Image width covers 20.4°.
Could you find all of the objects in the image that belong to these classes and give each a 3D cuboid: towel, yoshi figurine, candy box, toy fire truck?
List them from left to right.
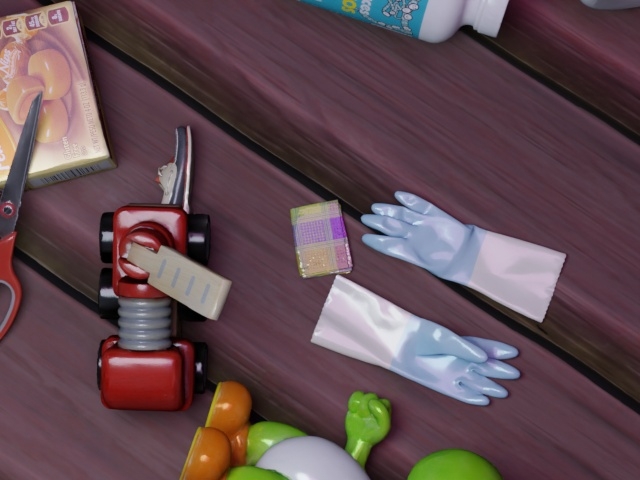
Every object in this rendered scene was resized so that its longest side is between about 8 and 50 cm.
[{"bbox_3d":[-0.400,-0.134,1.965,0.316,0.087,0.183,-14,82,-3],"label":"candy box"},{"bbox_3d":[-0.162,0.077,1.834,0.158,0.246,0.217,2,95,1],"label":"toy fire truck"},{"bbox_3d":[0.000,0.000,1.979,0.060,0.009,0.083,-11,80,0],"label":"towel"},{"bbox_3d":[0.045,0.250,1.850,0.362,0.203,0.203,21,75,1],"label":"yoshi figurine"}]

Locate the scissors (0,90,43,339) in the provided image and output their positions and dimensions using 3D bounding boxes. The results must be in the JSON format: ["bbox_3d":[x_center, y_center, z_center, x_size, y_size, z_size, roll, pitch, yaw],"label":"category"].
[{"bbox_3d":[-0.334,-0.014,1.925,0.109,0.021,0.297,31,102,-9],"label":"scissors"}]

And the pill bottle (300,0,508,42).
[{"bbox_3d":[0.083,-0.306,1.957,0.264,0.146,0.146,17,82,4],"label":"pill bottle"}]

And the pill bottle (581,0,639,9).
[{"bbox_3d":[0.333,-0.477,1.940,0.229,0.229,0.407,-16,81,-2],"label":"pill bottle"}]

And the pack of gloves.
[{"bbox_3d":[0.132,0.061,1.944,0.232,0.046,0.195,21,83,1],"label":"pack of gloves"}]

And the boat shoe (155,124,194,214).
[{"bbox_3d":[-0.163,-0.061,1.973,0.043,0.049,0.137,3,86,3],"label":"boat shoe"}]
